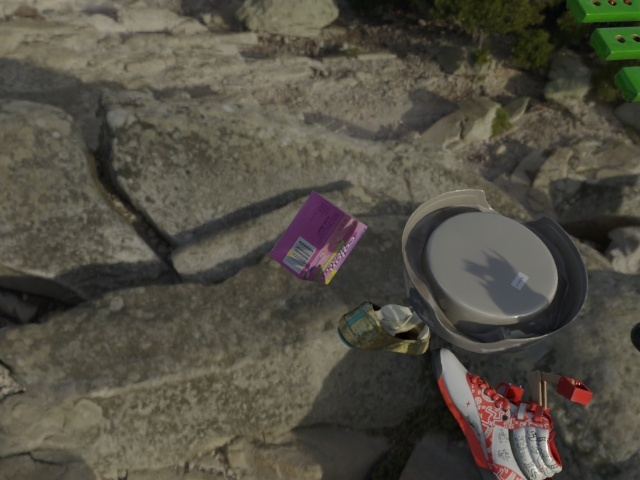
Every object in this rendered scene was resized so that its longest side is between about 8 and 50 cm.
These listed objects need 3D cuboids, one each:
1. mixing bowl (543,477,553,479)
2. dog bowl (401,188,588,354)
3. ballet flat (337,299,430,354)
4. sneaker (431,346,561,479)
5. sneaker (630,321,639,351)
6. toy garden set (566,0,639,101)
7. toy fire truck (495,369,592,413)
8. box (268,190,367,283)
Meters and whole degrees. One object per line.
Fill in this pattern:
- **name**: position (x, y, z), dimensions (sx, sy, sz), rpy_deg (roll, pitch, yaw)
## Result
- **mixing bowl**: position (0.417, 0.504, 1.264), dimensions (0.098, 0.181, 0.181), rpy_deg (-12, 46, 5)
- **dog bowl**: position (0.318, 0.061, 1.175), dimensions (0.348, 0.102, 0.349), rpy_deg (3, 52, -4)
- **ballet flat**: position (0.178, 0.193, 1.393), dimensions (0.348, 0.123, 0.123), rpy_deg (13, 30, -50)
- **sneaker**: position (0.307, 0.289, 1.057), dimensions (0.090, 0.145, 0.270), rpy_deg (9, 55, -64)
- **sneaker**: position (0.644, 0.212, 1.043), dimensions (0.106, 0.101, 0.267), rpy_deg (5, 19, -34)
- **toy garden set**: position (0.454, -0.225, 0.806), dimensions (0.203, 0.049, 0.244), rpy_deg (-8, 63, -18)
- **toy fire truck**: position (0.419, 0.304, 1.188), dimensions (0.047, 0.135, 0.192), rpy_deg (19, 5, -23)
- **box**: position (0.000, 0.000, 1.721), dimensions (0.117, 0.243, 0.213), rpy_deg (36, 95, 18)
